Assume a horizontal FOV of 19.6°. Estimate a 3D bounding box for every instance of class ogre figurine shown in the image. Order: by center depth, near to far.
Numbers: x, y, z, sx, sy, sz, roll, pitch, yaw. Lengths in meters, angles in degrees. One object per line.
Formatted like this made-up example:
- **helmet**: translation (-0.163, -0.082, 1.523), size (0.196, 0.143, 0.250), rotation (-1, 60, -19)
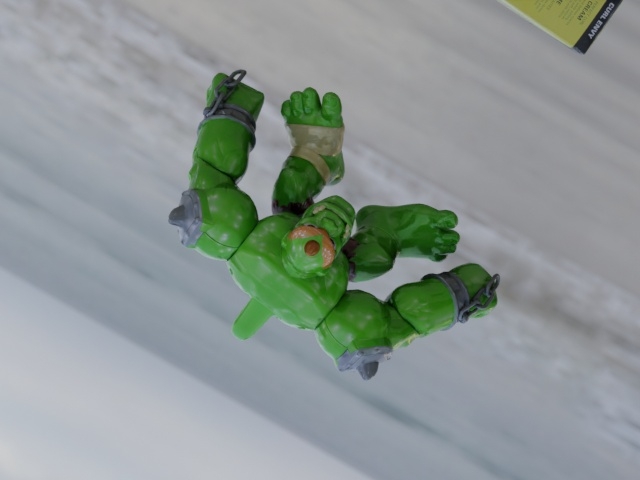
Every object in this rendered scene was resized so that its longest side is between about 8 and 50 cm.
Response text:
- **ogre figurine**: translation (0.000, 0.000, 1.021), size (0.097, 0.118, 0.197), rotation (-23, 112, 43)

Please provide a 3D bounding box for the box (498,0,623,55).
- **box**: translation (0.103, -0.216, 1.292), size (0.232, 0.058, 0.087), rotation (29, -170, -31)
